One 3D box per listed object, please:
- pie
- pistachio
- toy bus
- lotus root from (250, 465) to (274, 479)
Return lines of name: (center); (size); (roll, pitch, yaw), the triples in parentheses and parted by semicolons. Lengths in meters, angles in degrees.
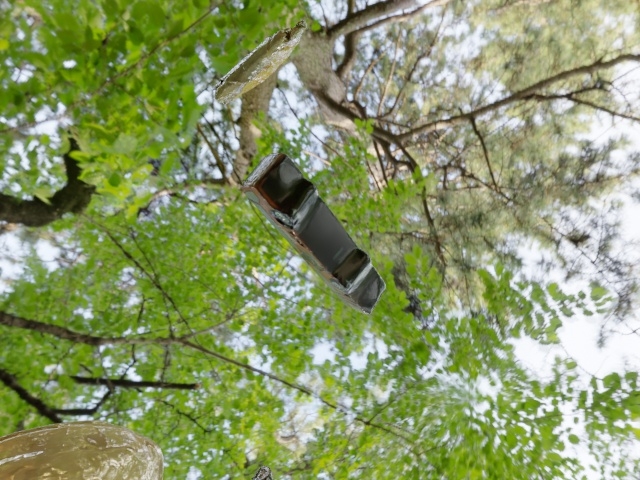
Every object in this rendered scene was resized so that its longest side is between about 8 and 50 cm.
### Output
pie: (-0.138, -0.403, 1.231); (0.282, 0.129, 0.068); (-28, -74, 41)
pistachio: (-0.363, 0.345, 0.723); (0.187, 0.299, 0.188); (1, -89, 45)
toy bus: (0.000, 0.000, 1.025); (0.092, 0.409, 0.093); (18, -115, 47)
lotus root: (-0.055, 0.280, 0.492); (0.063, 0.072, 0.152); (2, -88, 26)
